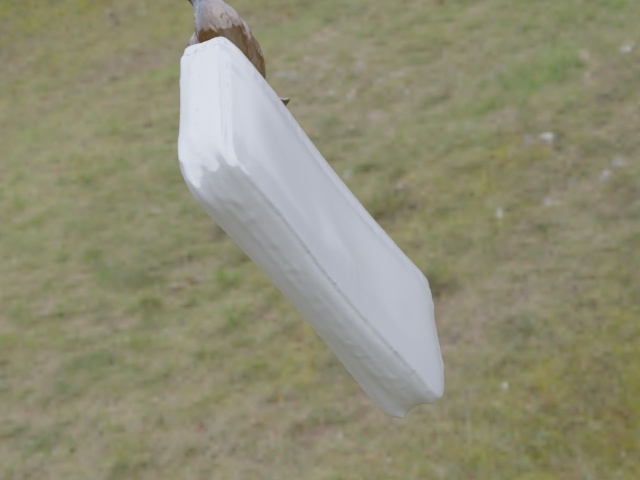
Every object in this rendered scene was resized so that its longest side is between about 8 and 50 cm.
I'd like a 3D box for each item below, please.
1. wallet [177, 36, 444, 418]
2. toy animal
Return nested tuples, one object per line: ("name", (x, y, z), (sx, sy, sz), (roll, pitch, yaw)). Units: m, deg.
("wallet", (0.000, 0.000, 0.623), (0.033, 0.190, 0.095), (-25, 38, 19))
("toy animal", (-0.105, -0.185, 1.495), (0.089, 0.179, 0.188), (-18, -24, -13))
